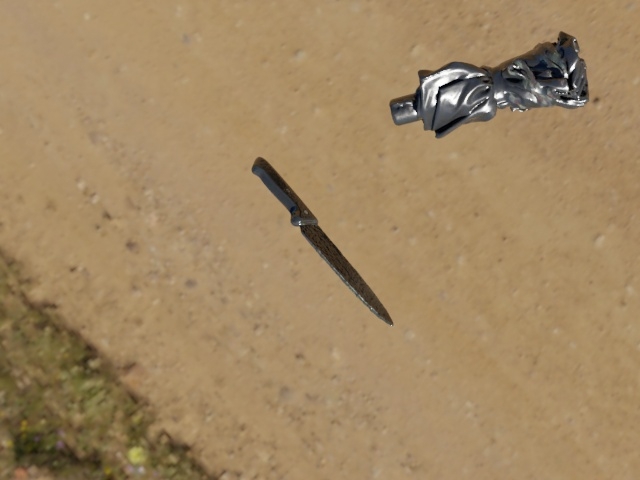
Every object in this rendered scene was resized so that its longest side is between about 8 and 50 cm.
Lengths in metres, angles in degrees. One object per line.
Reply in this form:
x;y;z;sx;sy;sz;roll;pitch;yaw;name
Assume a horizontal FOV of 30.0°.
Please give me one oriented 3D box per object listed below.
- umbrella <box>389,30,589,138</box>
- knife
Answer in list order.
0.227;-0.208;1.629;0.272;0.122;0.110;-10;94;14;umbrella
0.000;0.000;0.886;0.170;0.023;0.010;50;133;18;knife
